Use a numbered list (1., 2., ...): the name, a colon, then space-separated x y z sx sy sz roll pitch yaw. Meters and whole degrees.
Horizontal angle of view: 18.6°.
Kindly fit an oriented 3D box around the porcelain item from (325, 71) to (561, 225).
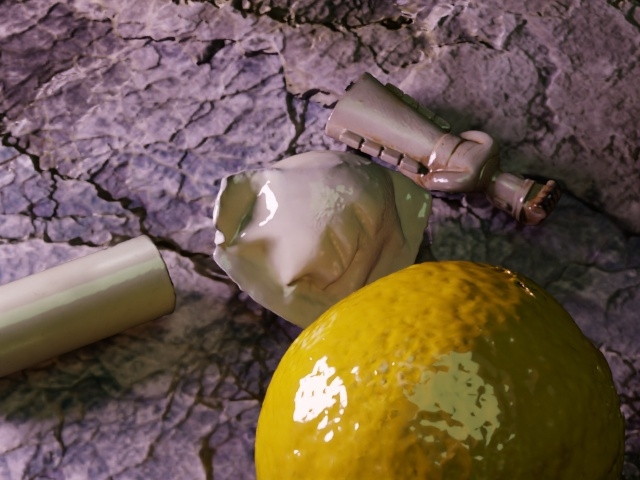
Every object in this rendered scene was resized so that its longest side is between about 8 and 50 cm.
1. porcelain item: 0.113 -0.074 1.737 0.213 0.054 0.084 29 59 13

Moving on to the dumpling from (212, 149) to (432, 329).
1. dumpling: 0.003 0.000 1.650 0.181 0.111 0.155 3 86 2

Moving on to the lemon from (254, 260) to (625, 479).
1. lemon: 0.088 0.151 1.449 0.293 0.293 0.293 4 55 -5

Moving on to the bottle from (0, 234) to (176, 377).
1. bottle: -0.223 0.060 1.589 0.202 0.072 0.072 -20 60 -21
